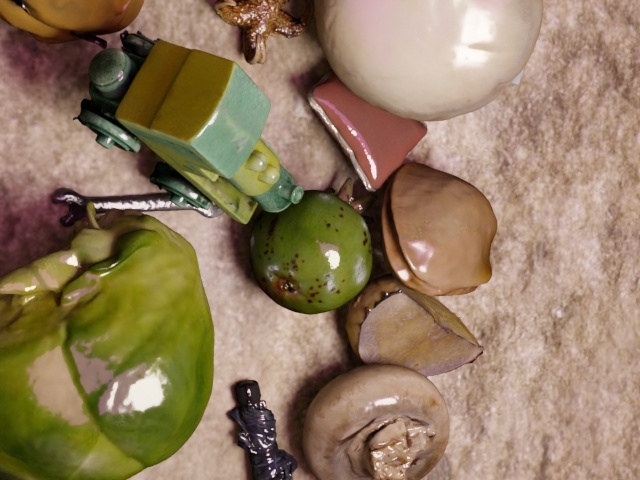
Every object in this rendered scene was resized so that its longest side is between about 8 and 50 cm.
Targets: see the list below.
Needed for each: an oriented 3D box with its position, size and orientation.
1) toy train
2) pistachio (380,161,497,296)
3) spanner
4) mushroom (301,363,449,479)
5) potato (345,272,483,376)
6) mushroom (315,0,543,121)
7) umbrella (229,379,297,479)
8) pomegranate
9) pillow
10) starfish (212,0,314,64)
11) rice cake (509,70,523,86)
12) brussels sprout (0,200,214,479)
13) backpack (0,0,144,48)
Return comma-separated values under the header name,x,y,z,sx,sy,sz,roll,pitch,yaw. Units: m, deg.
name,x,y,z,sx,sy,sz,roll,pitch,yaw
toy train,-0.142,-0.125,1.601,0.150,0.237,0.369,-62,151,-9
pistachio,0.161,-0.018,1.867,0.213,0.163,0.260,61,24,13
spanner,-0.247,-0.051,1.738,0.254,0.015,0.054,-4,98,-30
mushroom,0.086,0.290,1.858,0.226,0.178,0.226,-14,132,-16
potato,0.123,0.137,1.926,0.138,0.098,0.243,-44,130,12
mushroom,0.159,-0.350,1.746,0.315,0.315,0.356,23,77,-30
umbrella,-0.077,0.312,1.845,0.080,0.071,0.224,-24,103,-55
pomegranate,0.000,0.000,1.809,0.224,0.181,0.181,-49,120,-50
pillow,0.064,-0.183,1.863,0.179,0.075,0.171,53,48,-13
starfish,-0.064,-0.344,1.776,0.190,0.074,0.146,-40,123,-22
rice cake,0.236,-0.294,1.969,0.206,0.063,0.069,18,88,-30
brussels sprout,-0.292,0.147,1.592,0.315,0.276,0.371,41,65,-14
backpack,-0.310,-0.432,1.511,0.353,0.201,0.378,9,88,-67
